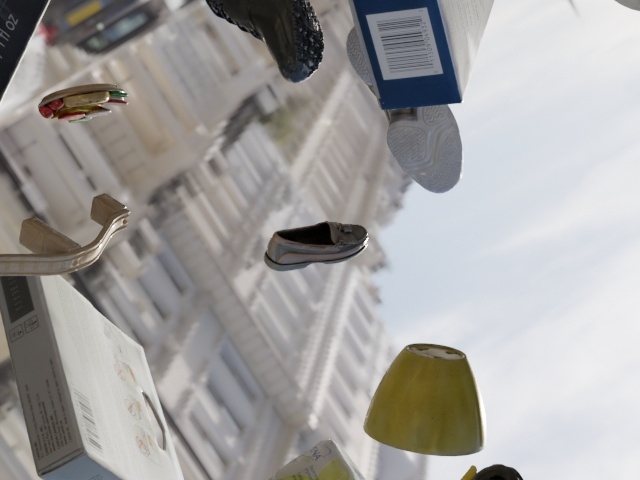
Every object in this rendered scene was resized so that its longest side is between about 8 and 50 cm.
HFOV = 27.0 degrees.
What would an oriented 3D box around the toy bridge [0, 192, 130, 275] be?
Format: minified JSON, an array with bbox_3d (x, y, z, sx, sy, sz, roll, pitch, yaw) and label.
[{"bbox_3d":[-0.229,0.004,1.134,0.188,0.063,0.026,-24,137,-51],"label":"toy bridge"}]

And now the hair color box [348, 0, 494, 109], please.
[{"bbox_3d":[0.134,-0.322,1.594,0.105,0.174,0.347,-3,-143,21],"label":"hair color box"}]

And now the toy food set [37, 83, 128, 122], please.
[{"bbox_3d":[-0.216,-0.125,1.216,0.083,0.020,0.082,-14,176,30],"label":"toy food set"}]

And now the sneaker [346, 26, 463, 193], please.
[{"bbox_3d":[0.135,-0.193,1.915,0.101,0.269,0.153,-28,176,13],"label":"sneaker"}]

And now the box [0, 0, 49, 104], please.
[{"bbox_3d":[-0.554,-0.317,1.428,0.297,0.471,0.480,-36,-150,36],"label":"box"}]

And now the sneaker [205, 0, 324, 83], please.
[{"bbox_3d":[-0.083,-0.313,1.749,0.130,0.286,0.109,-26,149,12],"label":"sneaker"}]

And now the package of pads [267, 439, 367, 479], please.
[{"bbox_3d":[0.051,0.282,0.916,0.101,0.229,0.296,-36,-166,-2],"label":"package of pads"}]

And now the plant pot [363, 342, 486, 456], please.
[{"bbox_3d":[0.118,0.165,1.432,0.134,0.095,0.134,7,-170,-1],"label":"plant pot"}]

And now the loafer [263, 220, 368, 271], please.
[{"bbox_3d":[0.000,0.000,1.366,0.125,0.039,0.045,-14,-137,-33],"label":"loafer"}]

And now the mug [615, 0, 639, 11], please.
[{"bbox_3d":[0.434,-0.423,1.416,0.328,0.276,0.374,-40,176,-6],"label":"mug"}]

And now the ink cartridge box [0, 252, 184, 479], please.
[{"bbox_3d":[-0.246,0.178,1.459,0.060,0.239,0.275,-29,-129,7],"label":"ink cartridge box"}]

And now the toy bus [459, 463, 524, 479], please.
[{"bbox_3d":[0.198,0.376,1.434,0.211,0.149,0.220,-44,-145,-18],"label":"toy bus"}]
